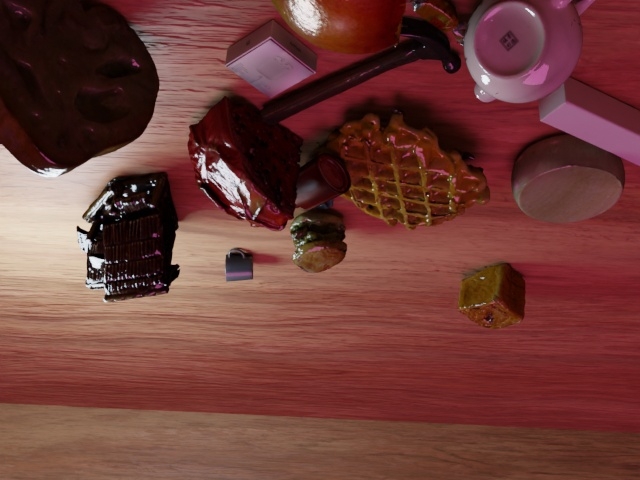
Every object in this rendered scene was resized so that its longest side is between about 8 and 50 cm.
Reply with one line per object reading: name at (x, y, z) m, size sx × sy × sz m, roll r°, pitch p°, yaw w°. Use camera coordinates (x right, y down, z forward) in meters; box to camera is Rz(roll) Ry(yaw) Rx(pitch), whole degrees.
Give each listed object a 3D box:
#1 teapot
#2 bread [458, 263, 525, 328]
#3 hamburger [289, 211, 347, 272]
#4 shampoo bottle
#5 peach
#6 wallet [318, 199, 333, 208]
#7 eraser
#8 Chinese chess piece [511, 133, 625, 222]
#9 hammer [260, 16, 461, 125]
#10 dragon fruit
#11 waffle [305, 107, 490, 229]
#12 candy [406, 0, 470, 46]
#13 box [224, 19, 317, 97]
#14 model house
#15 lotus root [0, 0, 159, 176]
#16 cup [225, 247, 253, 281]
teapot at (0.375, -0.360, 1.473) m, size 0.300 × 0.208 × 0.166 m, roll -37°, pitch 155°, yaw 22°
bread at (0.495, 0.161, 2.390) m, size 0.158 × 0.143 × 0.149 m, roll -20°, pitch 136°, yaw 35°
hamburger at (0.000, 0.000, 2.187) m, size 0.159 × 0.131 × 0.185 m, roll -21°, pitch 149°, yaw 22°
shampoo bottle at (-0.021, -0.126, 1.924) m, size 0.102 × 0.064 × 0.260 m, roll 50°, pitch 156°, yaw -7°
peach at (0.020, -0.446, 1.252) m, size 0.242 × 0.306 × 0.380 m, roll 0°, pitch 155°, yaw -9°
wallet at (-0.032, -0.109, 2.091) m, size 0.129 × 0.026 × 0.088 m, roll 3°, pitch 149°, yaw 1°
eraser at (0.594, -0.246, 1.742) m, size 0.298 × 0.076 × 0.078 m, roll 18°, pitch 147°, yaw -23°
Chinese chess piece at (0.562, -0.139, 1.903) m, size 0.250 × 0.101 × 0.250 m, roll 3°, pitch 150°, yaw 2°
hammer at (0.058, -0.323, 1.698) m, size 0.440 × 0.044 × 0.168 m, roll -19°, pitch 144°, yaw 33°
dragon fruit at (-0.169, -0.152, 1.918) m, size 0.240 × 0.302 × 0.330 m, roll -17°, pitch 179°, yaw -30°
waffle at (0.171, -0.145, 1.899) m, size 0.382 × 0.095 × 0.380 m, roll 28°, pitch 154°, yaw -18°
candy at (0.216, -0.417, 1.520) m, size 0.182 × 0.046 × 0.053 m, roll 29°, pitch 145°, yaw -29°
box at (-0.097, -0.355, 1.653) m, size 0.129 × 0.051 × 0.130 m, roll -22°, pitch 142°, yaw 36°
model house at (-0.504, 0.020, 2.110) m, size 0.317 × 0.282 × 0.297 m, roll -5°, pitch 149°, yaw 13°
lotus root at (-0.477, -0.292, 1.505) m, size 0.111 × 0.375 × 0.390 m, roll -20°, pitch 155°, yaw 41°
cup at (-0.232, 0.068, 2.383) m, size 0.077 × 0.078 × 0.100 m, roll -1°, pitch 119°, yaw -2°
